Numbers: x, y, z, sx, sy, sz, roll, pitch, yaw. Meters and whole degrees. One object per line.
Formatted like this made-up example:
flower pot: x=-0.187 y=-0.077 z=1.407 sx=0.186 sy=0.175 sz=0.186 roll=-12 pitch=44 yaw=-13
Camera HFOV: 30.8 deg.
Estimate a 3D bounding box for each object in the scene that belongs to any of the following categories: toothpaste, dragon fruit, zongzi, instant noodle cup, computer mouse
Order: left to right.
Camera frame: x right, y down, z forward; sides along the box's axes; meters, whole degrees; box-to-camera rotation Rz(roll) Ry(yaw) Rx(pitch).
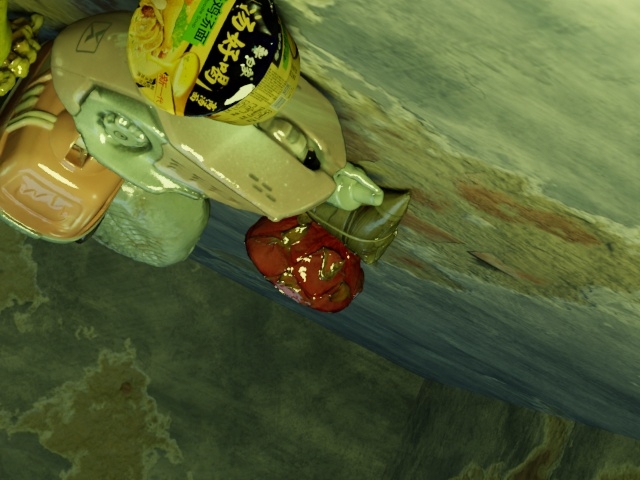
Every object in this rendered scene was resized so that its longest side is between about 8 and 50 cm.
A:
computer mouse: x=-0.106 y=-0.135 z=1.242 sx=0.389 sy=0.199 sz=0.115 roll=25 pitch=159 yaw=-5
instant noodle cup: x=-0.092 y=-0.175 z=1.106 sx=0.151 sy=0.151 sz=0.122 roll=21 pitch=177 yaw=21
toothpaste: x=-0.057 y=-0.106 z=1.654 sx=0.392 sy=0.061 sz=0.098 roll=21 pitch=171 yaw=42
dragon fruit: x=-0.001 y=0.001 z=1.941 sx=0.223 sy=0.148 sz=0.218 roll=20 pitch=-154 yaw=-35
zongzi: x=0.036 y=-0.071 z=1.646 sx=0.189 sy=0.081 sz=0.178 roll=37 pitch=151 yaw=9

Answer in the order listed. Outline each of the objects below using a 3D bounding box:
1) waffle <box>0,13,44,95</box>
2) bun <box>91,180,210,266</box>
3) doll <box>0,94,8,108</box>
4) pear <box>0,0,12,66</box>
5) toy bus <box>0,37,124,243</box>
waffle: x=-0.467 y=-0.211 z=1.529 sx=0.237 sy=0.243 sz=0.059 roll=-17 pitch=126 yaw=20
bun: x=-0.314 y=-0.107 z=1.847 sx=0.354 sy=0.194 sz=0.354 roll=30 pitch=162 yaw=10
doll: x=-0.478 y=-0.165 z=1.686 sx=0.221 sy=0.143 sz=0.135 roll=-27 pitch=123 yaw=34
pear: x=-0.458 y=-0.262 z=1.168 sx=0.294 sy=0.294 sz=0.294 roll=24 pitch=171 yaw=4
toy bus: x=-0.319 y=-0.145 z=1.511 sx=0.194 sy=0.288 sz=0.232 roll=32 pitch=153 yaw=-19
